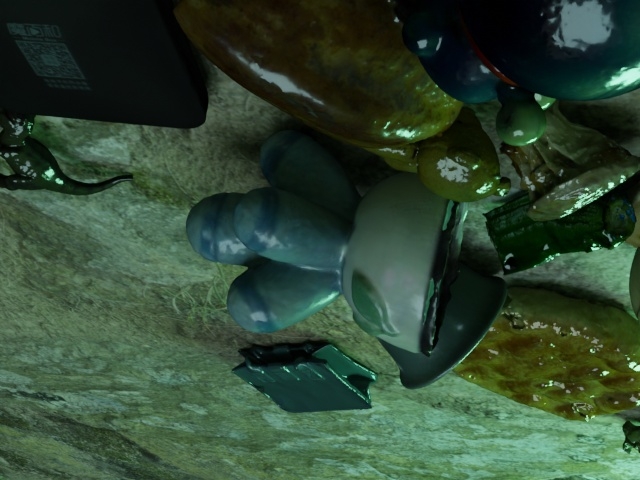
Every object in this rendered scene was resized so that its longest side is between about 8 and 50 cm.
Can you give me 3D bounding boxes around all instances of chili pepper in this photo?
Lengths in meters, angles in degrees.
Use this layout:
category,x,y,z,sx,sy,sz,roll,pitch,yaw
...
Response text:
category,x,y,z,sx,sy,sz,roll,pitch,yaw
chili pepper,0.274,-0.018,1.288,0.061,0.098,0.224,-3,173,-32

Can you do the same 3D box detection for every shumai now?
category,x,y,z,sx,sy,sz,roll,pitch,yaw
shumai,0.258,-0.091,1.156,0.116,0.146,0.145,60,147,5
shumai,0.543,0.323,1.817,0.080,0.083,0.082,37,130,25

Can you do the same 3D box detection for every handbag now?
category,x,y,z,sx,sy,sz,roll,pitch,yaw
handbag,-0.029,0.239,1.946,0.229,0.062,0.179,-11,139,41

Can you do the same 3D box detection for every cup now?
category,x,y,z,sx,sy,sz,roll,pitch,yaw
cup,0.128,0.079,1.470,0.150,0.199,0.199,42,146,-11

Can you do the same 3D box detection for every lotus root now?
category,x,y,z,sx,sy,sz,roll,pitch,yaw
lotus root,0.013,-0.194,1.026,0.291,0.193,0.193,28,150,-20

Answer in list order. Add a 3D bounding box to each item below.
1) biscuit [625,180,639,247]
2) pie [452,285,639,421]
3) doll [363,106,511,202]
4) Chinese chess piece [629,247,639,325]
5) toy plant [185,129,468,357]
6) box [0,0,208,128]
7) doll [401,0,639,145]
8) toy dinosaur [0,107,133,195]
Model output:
category,x,y,z,sx,sy,sz,roll,pitch,yaw
biscuit,0.381,-0.053,1.205,0.056,0.052,0.188,31,150,-2
pie,0.331,0.167,1.609,0.340,0.083,0.339,14,153,8
doll,0.109,-0.110,1.172,0.209,0.097,0.137,28,-173,36
Chinese chess piece,0.501,0.058,1.282,0.270,0.112,0.270,12,153,6
toy plant,0.000,0.000,1.309,0.332,0.247,0.247,11,152,9
box,-0.284,-0.228,1.201,0.290,0.073,0.289,7,152,16
doll,0.181,-0.193,0.850,0.186,0.198,0.322,-9,168,-28
toy dinosaur,-0.358,-0.109,1.442,0.179,0.087,0.187,12,153,9
